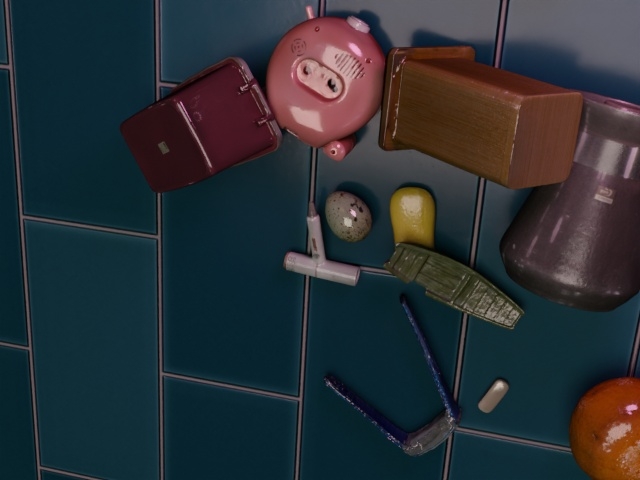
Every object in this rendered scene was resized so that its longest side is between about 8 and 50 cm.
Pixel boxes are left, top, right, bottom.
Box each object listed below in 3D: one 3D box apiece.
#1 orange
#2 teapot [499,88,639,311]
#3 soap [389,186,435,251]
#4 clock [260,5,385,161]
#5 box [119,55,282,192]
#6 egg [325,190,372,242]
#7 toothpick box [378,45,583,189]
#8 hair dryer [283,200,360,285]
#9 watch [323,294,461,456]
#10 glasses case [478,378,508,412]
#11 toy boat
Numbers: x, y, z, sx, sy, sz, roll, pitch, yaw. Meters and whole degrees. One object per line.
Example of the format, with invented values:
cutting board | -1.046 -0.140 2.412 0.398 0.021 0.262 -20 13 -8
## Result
orange | 0.585 0.365 1.728 0.224 0.170 0.224 -3 116 -6
teapot | 0.493 -0.065 1.563 0.300 0.253 0.344 13 109 -6
soap | 0.181 -0.024 1.768 0.089 0.033 0.168 3 111 13
clock | 0.012 -0.299 1.659 0.227 0.142 0.241 33 111 2
box | -0.233 -0.204 1.681 0.294 0.167 0.193 -11 108 53
egg | 0.053 -0.048 1.768 0.110 0.085 0.085 47 115 3
toothpick box | 0.266 -0.207 1.511 0.308 0.190 0.187 33 124 51
hair dryer | 0.008 0.000 1.802 0.155 0.044 0.183 13 126 10
watch | 0.188 0.291 1.875 0.274 0.068 0.276 42 115 3
glasses case | 0.356 0.320 1.854 0.032 0.021 0.083 31 115 2
toy boat | 0.261 0.084 1.758 0.293 0.055 0.093 27 113 -8
